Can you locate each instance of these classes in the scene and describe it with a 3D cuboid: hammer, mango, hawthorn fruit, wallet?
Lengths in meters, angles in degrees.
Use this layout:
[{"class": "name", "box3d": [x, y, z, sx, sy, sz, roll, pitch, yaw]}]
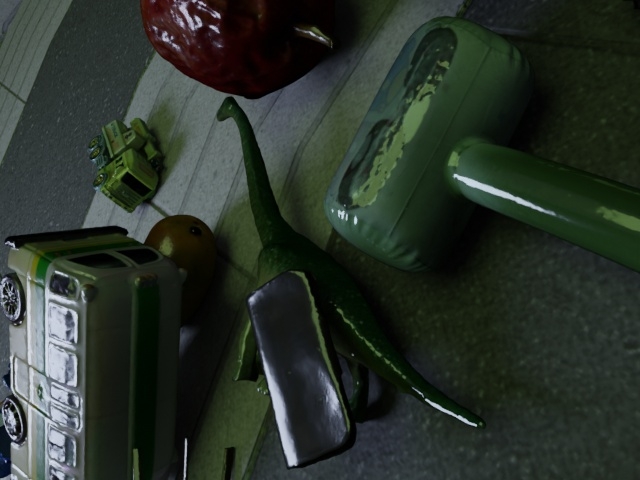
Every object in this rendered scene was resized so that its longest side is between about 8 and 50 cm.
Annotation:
[{"class": "hammer", "box3d": [0.157, -0.037, 0.471, 0.335, 0.119, 0.207, 31, 96, 43]}, {"class": "mango", "box3d": [-0.182, 0.048, 0.806, 0.111, 0.089, 0.163, 15, 93, 60]}, {"class": "hawthorn fruit", "box3d": [-0.071, -0.270, 0.742, 0.266, 0.230, 0.210, 27, 63, 35]}, {"class": "wallet", "box3d": [-0.019, 0.103, 0.541, 0.082, 0.018, 0.157, -33, 63, 30]}]

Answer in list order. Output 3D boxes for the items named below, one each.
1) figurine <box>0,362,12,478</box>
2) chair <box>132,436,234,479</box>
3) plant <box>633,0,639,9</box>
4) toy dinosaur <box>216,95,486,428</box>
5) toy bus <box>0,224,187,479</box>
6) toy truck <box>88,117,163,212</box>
[{"class": "figurine", "box3d": [-0.432, 0.268, 0.957, 0.262, 0.120, 0.164, -18, 51, 61]}, {"class": "chair", "box3d": [-0.130, 0.300, 0.604, 0.095, 0.104, 0.222, 121, 149, -67]}, {"class": "plant", "box3d": [0.259, -0.244, 0.480, 0.085, 0.087, 0.174, 12, 85, 19]}, {"class": "toy dinosaur", "box3d": [0.000, 0.000, 0.630, 0.447, 0.087, 0.301, 10, 81, 45]}, {"class": "toy bus", "box3d": [-0.245, 0.151, 0.722, 0.179, 0.143, 0.306, 15, 105, 37]}, {"class": "toy truck", "box3d": [-0.304, -0.129, 1.031, 0.100, 0.077, 0.169, -38, 43, 10]}]
